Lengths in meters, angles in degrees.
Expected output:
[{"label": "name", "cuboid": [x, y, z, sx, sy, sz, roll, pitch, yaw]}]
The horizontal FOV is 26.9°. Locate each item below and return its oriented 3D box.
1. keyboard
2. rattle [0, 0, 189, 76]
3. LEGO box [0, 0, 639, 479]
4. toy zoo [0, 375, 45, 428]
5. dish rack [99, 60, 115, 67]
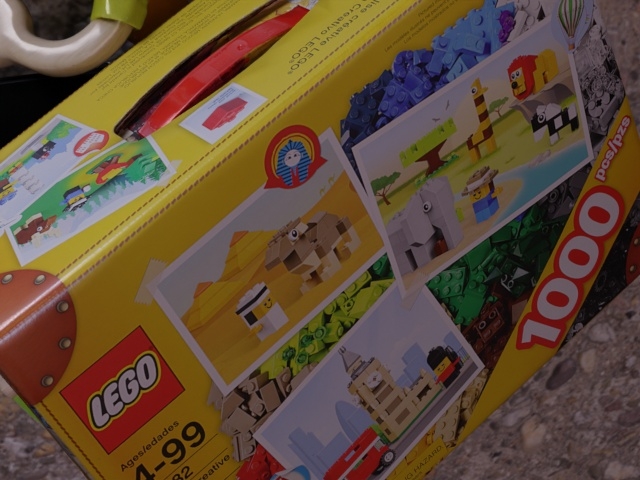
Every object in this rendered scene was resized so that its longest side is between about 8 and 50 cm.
[{"label": "keyboard", "cuboid": [-0.187, -0.081, 1.032, 0.192, 0.038, 0.100, -10, 94, -28]}, {"label": "rattle", "cuboid": [-0.216, -0.173, 1.031, 0.199, 0.143, 0.130, -21, 96, 13]}, {"label": "LEGO box", "cuboid": [0.000, 0.000, 1.031, 0.500, 0.193, 0.372, -41, 130, -15]}, {"label": "toy zoo", "cuboid": [-0.141, 0.167, 1.285, 0.192, 0.030, 0.293, -34, 127, 4]}, {"label": "dish rack", "cuboid": [-0.153, -0.012, 1.120, 0.208, 0.074, 0.272, 16, 97, -28]}]
